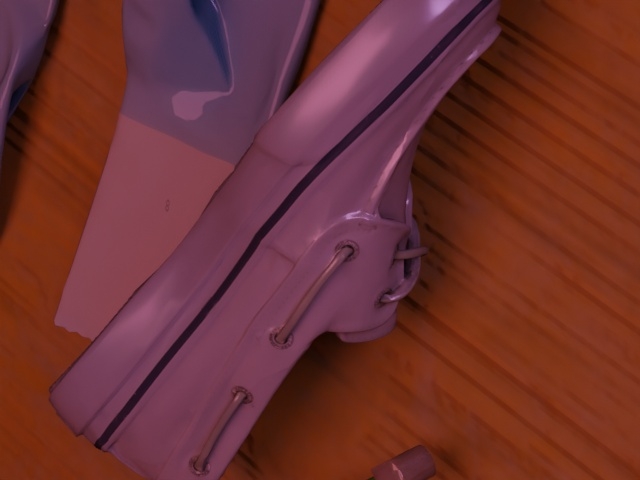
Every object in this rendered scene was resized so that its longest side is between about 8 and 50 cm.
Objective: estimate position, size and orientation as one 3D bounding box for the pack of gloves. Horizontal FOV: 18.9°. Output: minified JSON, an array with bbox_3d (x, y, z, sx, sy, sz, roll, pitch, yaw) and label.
[{"bbox_3d":[-0.095,-0.080,0.715,0.195,0.046,0.232,26,108,32],"label":"pack of gloves"}]

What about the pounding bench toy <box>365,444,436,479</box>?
[{"bbox_3d":[0.009,0.108,0.645,0.065,0.052,0.083,2,94,37],"label":"pounding bench toy"}]

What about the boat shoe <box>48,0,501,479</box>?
[{"bbox_3d":[0.000,0.000,0.641,0.076,0.083,0.226,40,121,-2],"label":"boat shoe"}]
